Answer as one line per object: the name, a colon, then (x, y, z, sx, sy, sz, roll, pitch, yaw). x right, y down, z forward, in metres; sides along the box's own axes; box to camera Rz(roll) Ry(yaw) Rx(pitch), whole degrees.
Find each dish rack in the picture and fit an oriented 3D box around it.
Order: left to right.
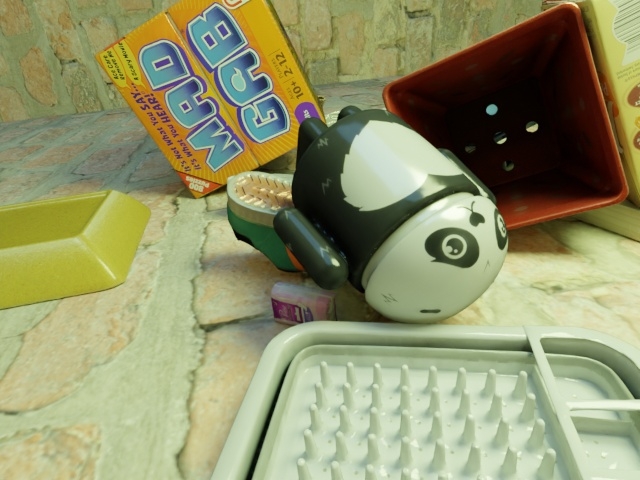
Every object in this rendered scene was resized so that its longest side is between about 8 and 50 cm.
dish rack: (0.096, 0.173, 0.289, 0.334, 0.072, 0.285, 0, 29, 11)

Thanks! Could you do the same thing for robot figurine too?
robot figurine: (0.076, -0.038, 0.465, 0.209, 0.174, 0.278, -43, 61, 11)

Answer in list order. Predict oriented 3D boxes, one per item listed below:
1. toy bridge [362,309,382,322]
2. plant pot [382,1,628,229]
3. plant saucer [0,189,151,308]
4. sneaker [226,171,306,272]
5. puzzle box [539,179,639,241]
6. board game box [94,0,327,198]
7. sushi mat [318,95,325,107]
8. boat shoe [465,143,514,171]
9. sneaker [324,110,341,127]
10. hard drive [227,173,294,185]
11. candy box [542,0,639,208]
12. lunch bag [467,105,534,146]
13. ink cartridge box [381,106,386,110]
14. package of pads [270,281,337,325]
toy bridge: (0.121, 0.079, 0.514, 0.188, 0.026, 0.063, -22, 31, -26)
plant pot: (0.296, -0.169, 0.677, 0.268, 0.267, 0.236, -16, 5, 28)
plant saucer: (-0.509, -0.003, 0.736, 0.334, 0.080, 0.332, -10, 27, -9)
sneaker: (0.000, 0.000, 0.614, 0.303, 0.121, 0.108, 23, 50, 9)
puzzle box: (0.643, -0.092, 0.716, 0.410, 0.052, 0.272, -16, 28, -20)
board game box: (-0.224, -0.386, 1.010, 0.357, 0.356, 0.356, -26, 25, 10)
sushi mat: (-0.071, -0.430, 1.398, 0.152, 0.019, 0.316, -10, 1, -4)
boat shoe: (0.371, -0.171, 0.893, 0.220, 0.077, 0.070, -20, 29, -29)
sneaker: (-0.020, -0.389, 1.401, 0.236, 0.089, 0.095, -7, 12, -8)
hard drive: (-0.001, -0.104, 0.821, 0.308, 0.040, 0.203, 10, 14, 26)
candy box: (0.444, -0.220, 0.600, 0.088, 0.316, 0.182, -23, 22, 21)
lunch bag: (0.420, -0.296, 0.936, 0.221, 0.138, 0.293, -27, -15, 25)
ink cartridge box: (0.208, -0.333, 1.199, 0.235, 0.056, 0.171, -34, 43, -26)
package of pads: (-0.020, 0.083, 0.506, 0.084, 0.050, 0.032, 9, 31, 25)
